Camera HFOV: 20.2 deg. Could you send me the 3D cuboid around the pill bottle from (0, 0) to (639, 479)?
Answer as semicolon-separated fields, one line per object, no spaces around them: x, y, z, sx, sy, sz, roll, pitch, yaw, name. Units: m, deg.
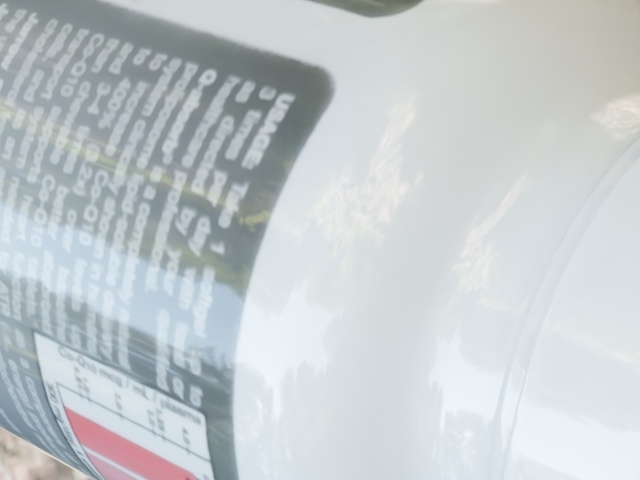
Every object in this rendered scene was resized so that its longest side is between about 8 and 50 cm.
0.000;0.000;0.588;0.363;0.210;0.210;22;118;39;pill bottle
